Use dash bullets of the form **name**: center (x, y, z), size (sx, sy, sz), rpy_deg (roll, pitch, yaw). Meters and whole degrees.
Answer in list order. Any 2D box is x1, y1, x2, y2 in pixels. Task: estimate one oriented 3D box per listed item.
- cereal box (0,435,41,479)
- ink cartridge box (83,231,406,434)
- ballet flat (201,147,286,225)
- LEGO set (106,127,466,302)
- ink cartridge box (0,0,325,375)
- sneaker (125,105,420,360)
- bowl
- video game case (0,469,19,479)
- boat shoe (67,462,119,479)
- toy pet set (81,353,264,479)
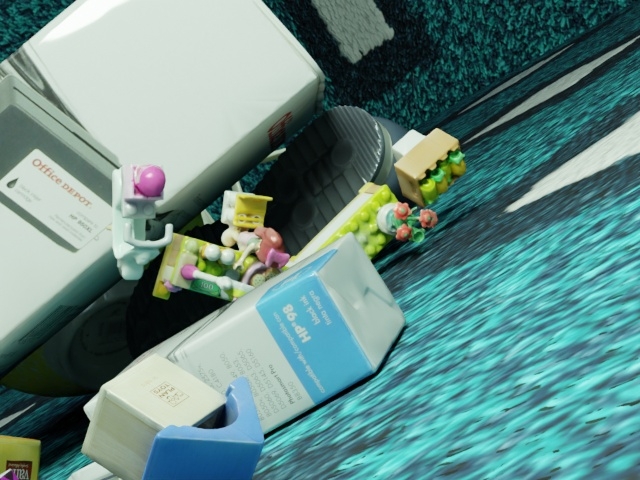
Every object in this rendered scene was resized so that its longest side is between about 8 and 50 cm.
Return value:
- **cereal box**: center (-0.334, 0.146, 1.015), size (0.240, 0.047, 0.173), rpy_deg (0, -9, 22)
- **ink cartridge box**: center (-0.052, 0.072, 0.800), size (0.180, 0.060, 0.104), rpy_deg (-31, 4, 16)
- **ballet flat**: center (-0.094, -0.013, 1.768), size (0.400, 0.139, 0.139), rpy_deg (-33, 4, -20)
- **LEGO set**: center (0.000, 0.000, 1.059), size (0.287, 0.132, 0.107), rpy_deg (-8, 10, -27)
- **ink cartridge box**: center (-0.197, -0.049, 1.209), size (0.395, 0.166, 0.285), rpy_deg (-40, 0, -2)
- **sneaker**: center (-0.027, 0.017, 1.270), size (0.319, 0.112, 0.131), rpy_deg (-37, -31, 29)
- **bowl**: center (-0.221, 0.054, 1.471), size (0.289, 0.289, 0.156), rpy_deg (-32, 47, -9)
- **video game case**: center (-0.302, 0.231, 0.882), size (0.232, 0.042, 0.210), rpy_deg (-30, 3, 22)
- **boat shoe**: center (-0.106, 0.127, 0.711), size (0.100, 0.035, 0.035), rpy_deg (-38, -16, 36)
- **toy pet set**: center (-0.061, 0.106, 0.627), size (0.122, 0.065, 0.114), rpy_deg (-32, -33, -56)
